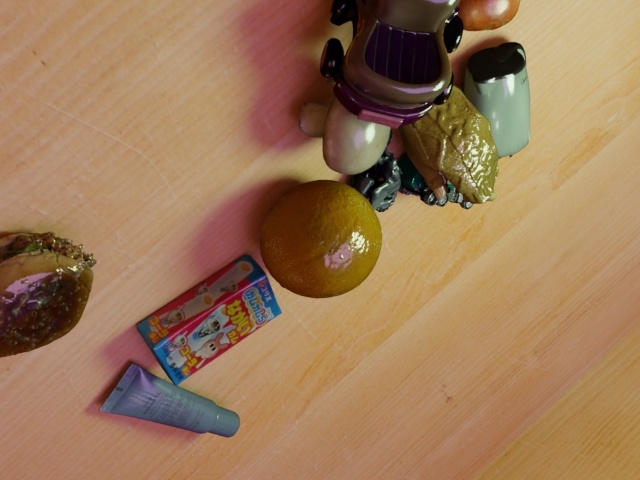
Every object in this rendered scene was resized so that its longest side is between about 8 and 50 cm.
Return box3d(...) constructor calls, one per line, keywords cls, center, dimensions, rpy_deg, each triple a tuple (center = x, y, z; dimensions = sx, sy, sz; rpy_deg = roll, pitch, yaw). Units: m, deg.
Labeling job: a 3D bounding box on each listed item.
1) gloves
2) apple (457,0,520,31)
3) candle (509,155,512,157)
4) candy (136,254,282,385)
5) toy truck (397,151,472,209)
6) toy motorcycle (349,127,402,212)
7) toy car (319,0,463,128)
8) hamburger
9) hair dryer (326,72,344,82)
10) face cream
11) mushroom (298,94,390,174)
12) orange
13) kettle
box3d(cls="gloves", center=(0.298, -0.222, 1.927), dimensions=(0.203, 0.155, 0.356), rpy_deg=(-38, 112, 8))
box3d(cls="apple", center=(0.353, -0.528, 1.812), dimensions=(0.163, 0.163, 0.139), rpy_deg=(-20, 120, -27))
box3d(cls="candle", center=(0.458, -0.221, 2.232), dimensions=(0.162, 0.048, 0.053), rpy_deg=(-31, 167, -19))
box3d(cls="candy", center=(-0.249, 0.181, 1.926), dimensions=(0.306, 0.100, 0.157), rpy_deg=(-34, 138, -15))
box3d(cls="toy truck", center=(0.290, -0.151, 2.104), dimensions=(0.253, 0.114, 0.124), rpy_deg=(2, 110, -42))
box3d(cls="toy motorcycle", center=(0.114, -0.148, 1.961), dimensions=(0.159, 0.106, 0.270), rpy_deg=(-38, 143, -18))
box3d(cls="toy car", center=(0.159, -0.403, 1.594), dimensions=(0.271, 0.240, 0.340), rpy_deg=(11, 78, -10))
box3d(cls="hamburger", center=(-0.550, 0.103, 1.582), dimensions=(0.286, 0.146, 0.243), rpy_deg=(-40, 146, -10))
box3d(cls="hair dryer", center=(0.115, -0.373, 1.783), dimensions=(0.219, 0.124, 0.071), rpy_deg=(-21, 134, -3))
box3d(cls="face cream", center=(-0.349, 0.405, 2.041), dimensions=(0.385, 0.086, 0.135), rpy_deg=(32, 97, -44))
box3d(cls="mushroom", center=(0.046, -0.242, 1.758), dimensions=(0.204, 0.204, 0.204), rpy_deg=(-23, 134, -25))
box3d(cls="orange", center=(0.000, 0.000, 1.862), dimensions=(0.274, 0.274, 0.274), rpy_deg=(-23, 134, -25))
box3d(cls="kettle", center=(0.438, -0.358, 2.034), dimensions=(0.221, 0.161, 0.236), rpy_deg=(-47, 141, -30))
